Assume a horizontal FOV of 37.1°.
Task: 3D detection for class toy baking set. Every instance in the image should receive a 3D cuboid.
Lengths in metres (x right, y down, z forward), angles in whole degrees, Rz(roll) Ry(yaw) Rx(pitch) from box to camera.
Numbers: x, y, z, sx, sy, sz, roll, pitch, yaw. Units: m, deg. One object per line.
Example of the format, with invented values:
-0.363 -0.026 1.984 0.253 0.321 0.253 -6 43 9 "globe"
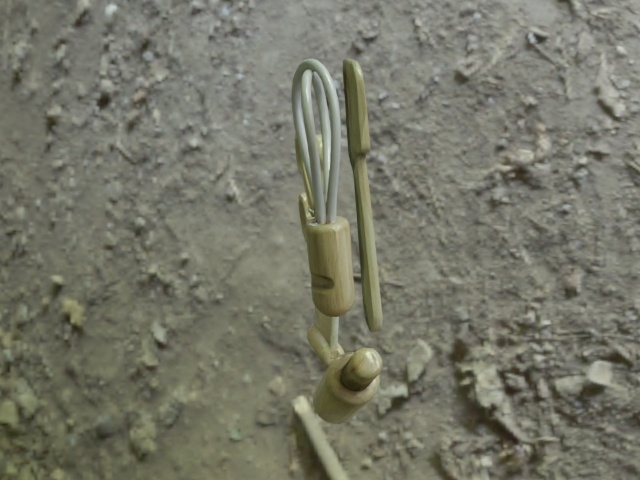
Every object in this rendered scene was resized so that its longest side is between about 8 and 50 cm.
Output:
0.001 0.007 0.564 0.256 0.030 0.197 116 145 -74 "toy baking set"
